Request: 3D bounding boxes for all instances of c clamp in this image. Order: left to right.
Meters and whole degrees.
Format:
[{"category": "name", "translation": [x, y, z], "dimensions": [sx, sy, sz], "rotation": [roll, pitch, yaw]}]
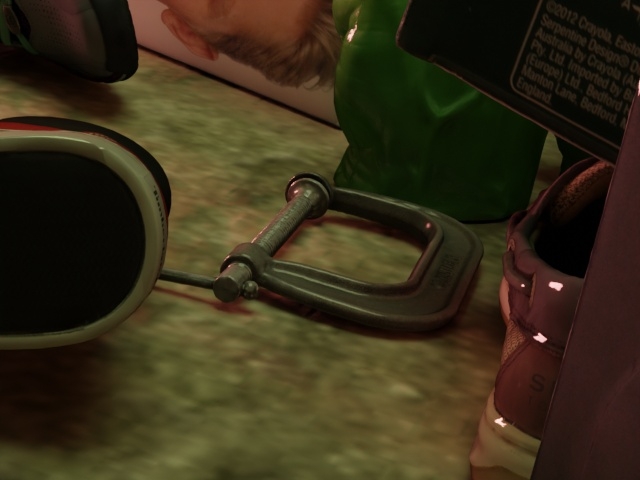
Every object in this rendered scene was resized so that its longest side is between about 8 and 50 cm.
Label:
[{"category": "c clamp", "translation": [0.000, 0.000, 0.674], "dimensions": [0.137, 0.022, 0.160], "rotation": [17, 21, 15]}]

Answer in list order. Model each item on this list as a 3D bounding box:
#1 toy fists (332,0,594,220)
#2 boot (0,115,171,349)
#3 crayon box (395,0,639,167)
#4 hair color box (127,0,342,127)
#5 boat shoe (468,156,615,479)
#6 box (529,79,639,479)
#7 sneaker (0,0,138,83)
[{"category": "toy fists", "translation": [0.123, -0.094, 0.822], "dimensions": [0.279, 0.142, 0.096], "rotation": [-2, 24, -34]}, {"category": "boot", "translation": [-0.174, -0.010, 0.542], "dimensions": [0.244, 0.088, 0.176], "rotation": [2, 7, -5]}, {"category": "crayon box", "translation": [0.207, -0.082, 0.656], "dimensions": [0.202, 0.081, 0.318], "rotation": [33, 27, 30]}, {"category": "hair color box", "translation": [-0.075, -0.209, 0.978], "dimensions": [0.347, 0.174, 0.105], "rotation": [24, 24, 32]}, {"category": "boat shoe", "translation": [0.117, 0.014, 0.596], "dimensions": [0.103, 0.092, 0.285], "rotation": [15, 20, 11]}, {"category": "box", "translation": [0.211, 0.054, 0.431], "dimensions": [0.270, 0.165, 0.143], "rotation": [-1, 23, -30]}, {"category": "sneaker", "translation": [-0.179, -0.126, 0.874], "dimensions": [0.098, 0.083, 0.223], "rotation": [-22, 29, -22]}]
